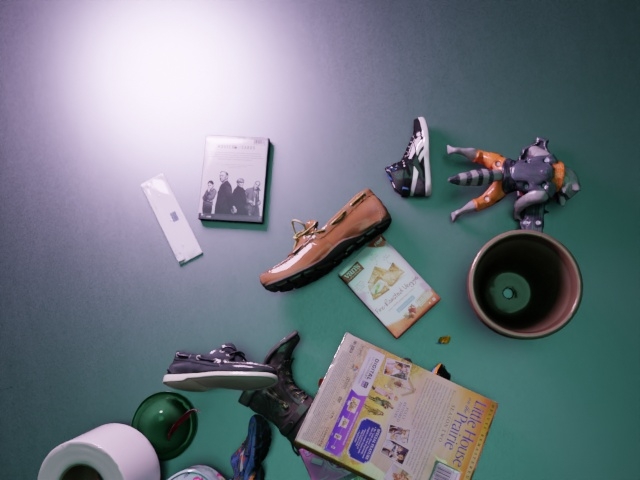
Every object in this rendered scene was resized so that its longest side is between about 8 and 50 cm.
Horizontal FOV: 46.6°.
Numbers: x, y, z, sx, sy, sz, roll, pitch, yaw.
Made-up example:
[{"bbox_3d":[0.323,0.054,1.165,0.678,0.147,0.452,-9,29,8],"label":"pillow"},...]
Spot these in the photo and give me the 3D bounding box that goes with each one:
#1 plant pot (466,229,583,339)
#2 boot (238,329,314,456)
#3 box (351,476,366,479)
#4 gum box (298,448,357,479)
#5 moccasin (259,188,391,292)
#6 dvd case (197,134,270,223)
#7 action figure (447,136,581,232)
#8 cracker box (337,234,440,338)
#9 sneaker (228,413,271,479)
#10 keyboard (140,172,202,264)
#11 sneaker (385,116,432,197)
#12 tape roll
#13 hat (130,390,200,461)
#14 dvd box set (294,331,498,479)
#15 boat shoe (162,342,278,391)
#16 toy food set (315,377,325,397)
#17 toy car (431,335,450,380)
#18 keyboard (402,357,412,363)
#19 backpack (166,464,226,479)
[{"bbox_3d":[0.486,0.118,1.833,0.263,0.229,0.262,-1,81,4],"label":"plant pot"},{"bbox_3d":[-0.060,0.388,1.904,0.229,0.091,0.262,34,95,8],"label":"boot"},{"bbox_3d":[0.078,0.675,1.867,0.114,0.036,0.206,-4,80,3],"label":"box"},{"bbox_3d":[0.055,0.539,1.851,0.189,0.062,0.107,-23,59,-9],"label":"gum box"},{"bbox_3d":[-0.001,-0.001,1.934,0.380,0.139,0.147,-37,74,0],"label":"moccasin"},{"bbox_3d":[-0.235,-0.168,2.031,0.180,0.029,0.238,4,80,5],"label":"dvd case"},{"bbox_3d":[0.499,-0.115,1.903,0.331,0.178,0.341,-4,78,13],"label":"action figure"},{"bbox_3d":[0.177,0.121,1.936,0.156,0.067,0.232,-42,80,-4],"label":"cracker box"},{"bbox_3d":[-0.186,0.542,1.870,0.087,0.083,0.221,14,96,23],"label":"sneaker"},{"bbox_3d":[-0.409,-0.060,2.035,0.072,0.014,0.256,-27,80,-6],"label":"keyboard"},{"bbox_3d":[0.230,-0.223,1.982,0.121,0.079,0.216,-4,82,2],"label":"sneaker"},{"bbox_3d":[-0.543,0.591,1.831,0.246,0.169,0.246,0,92,14],"label":"tape roll"},{"bbox_3d":[-0.409,0.461,1.861,0.173,0.183,0.208,34,84,9],"label":"hat"},{"bbox_3d":[0.188,0.448,1.818,0.421,0.062,0.307,24,65,6],"label":"dvd box set"},{"bbox_3d":[-0.248,0.314,1.873,0.340,0.127,0.113,-12,56,35],"label":"boat shoe"},{"bbox_3d":[0.047,0.376,1.928,0.122,0.019,0.077,-2,80,9],"label":"toy food set"},{"bbox_3d":[0.316,0.312,1.921,0.041,0.060,0.122,-8,55,46],"label":"toy car"},{"bbox_3d":[0.167,0.381,1.902,0.180,0.023,0.108,-21,83,-8],"label":"keyboard"},{"bbox_3d":[-0.303,0.690,1.822,0.225,0.191,0.253,-41,74,2],"label":"backpack"}]
